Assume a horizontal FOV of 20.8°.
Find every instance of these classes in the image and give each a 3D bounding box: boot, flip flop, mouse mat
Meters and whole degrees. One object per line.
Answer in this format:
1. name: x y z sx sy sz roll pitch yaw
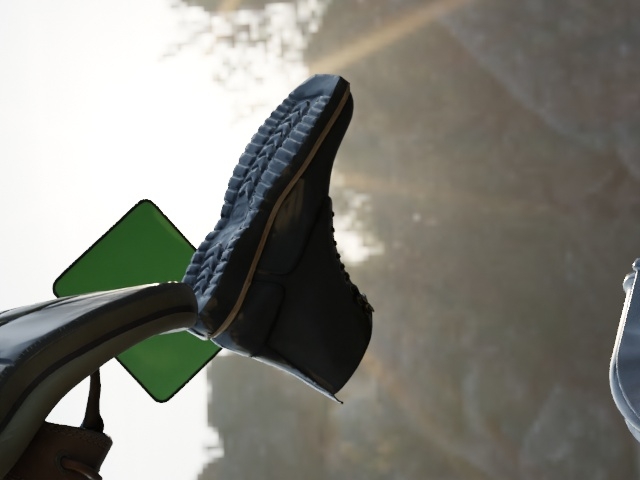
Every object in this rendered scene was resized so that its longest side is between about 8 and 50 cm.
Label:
1. boot: 0.000 0.000 1.187 0.198 0.137 0.077 -60 26 -6
2. flip flop: -0.133 0.086 0.682 0.277 0.112 0.080 -49 -55 -61
3. mouse mat: -0.186 0.068 1.938 0.190 0.152 0.007 49 170 -13

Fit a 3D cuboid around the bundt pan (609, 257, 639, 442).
1. bundt pan: 0.375 0.138 1.383 0.331 0.331 0.124 76 -142 -70
